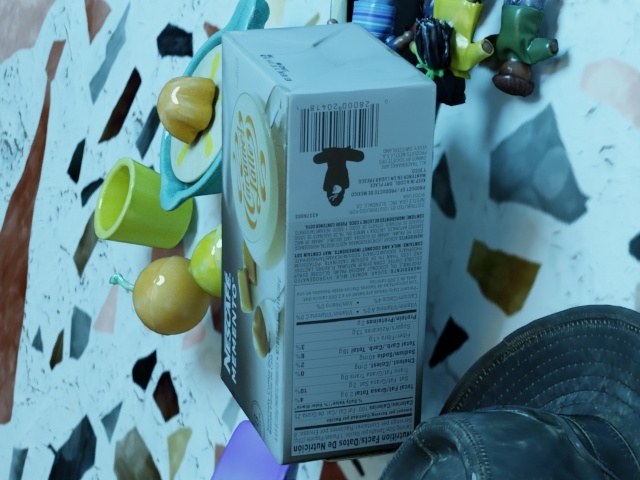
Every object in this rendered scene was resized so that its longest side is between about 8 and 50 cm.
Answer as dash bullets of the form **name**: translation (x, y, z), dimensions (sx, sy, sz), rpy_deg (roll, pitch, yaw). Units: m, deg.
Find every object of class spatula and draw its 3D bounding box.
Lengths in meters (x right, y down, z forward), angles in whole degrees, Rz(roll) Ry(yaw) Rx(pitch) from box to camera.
- **spatula**: translation (-0.035, 0.079, 1.390), dimensions (0.084, 0.030, 0.296), rpy_deg (16, 96, 54)

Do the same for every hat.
- **hat**: translation (0.104, 0.193, 1.077), dimensions (0.331, 0.134, 0.331), rpy_deg (-18, 67, 51)

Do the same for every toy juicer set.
- **toy juicer set**: translation (-0.074, -0.068, 1.405), dimensions (0.329, 0.089, 0.209), rpy_deg (-52, 32, 32)

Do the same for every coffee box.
- **coffee box**: translation (0.000, 0.000, 1.219), dimensions (0.141, 0.098, 0.246), rpy_deg (-130, 38, -61)

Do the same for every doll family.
- **doll family**: translation (0.075, -0.138, 1.253), dimensions (0.193, 0.076, 0.111), rpy_deg (17, 101, 60)
